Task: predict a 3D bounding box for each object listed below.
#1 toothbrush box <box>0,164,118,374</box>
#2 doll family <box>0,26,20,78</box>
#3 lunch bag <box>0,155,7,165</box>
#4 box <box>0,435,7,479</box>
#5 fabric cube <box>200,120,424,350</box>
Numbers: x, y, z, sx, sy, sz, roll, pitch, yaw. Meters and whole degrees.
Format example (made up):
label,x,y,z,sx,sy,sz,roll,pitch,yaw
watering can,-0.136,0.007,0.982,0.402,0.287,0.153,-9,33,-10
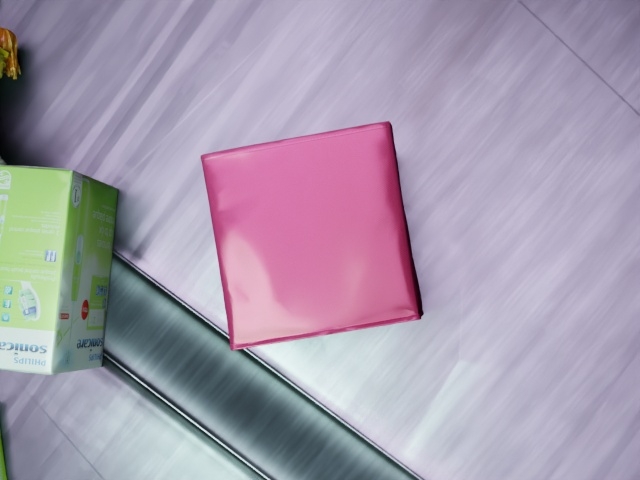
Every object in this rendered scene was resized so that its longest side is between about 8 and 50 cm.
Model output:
label,x,y,z,sx,sy,sz,roll,pitch,yaw
toothbrush box,-0.394,0.045,1.428,0.122,0.206,0.283,5,85,7
doll family,-0.562,-0.285,1.537,0.263,0.118,0.163,28,96,26
lunch bag,-0.626,-0.131,1.425,0.287,0.169,0.235,-25,98,42
box,-0.547,0.325,1.508,0.109,0.042,0.178,-10,85,6
fabric cube,0.000,0.000,1.358,0.254,0.259,0.258,-11,86,5
